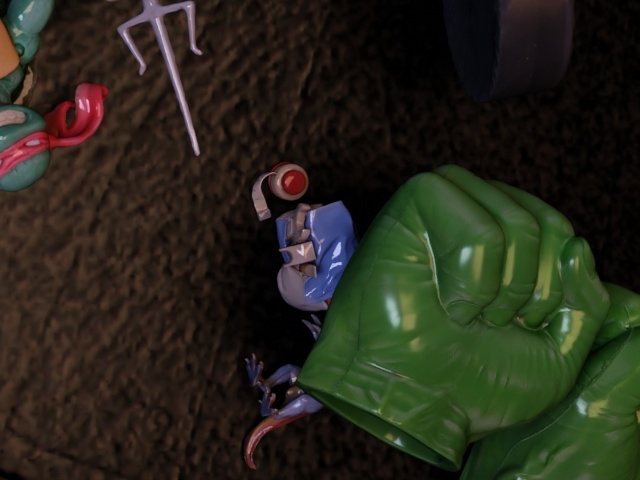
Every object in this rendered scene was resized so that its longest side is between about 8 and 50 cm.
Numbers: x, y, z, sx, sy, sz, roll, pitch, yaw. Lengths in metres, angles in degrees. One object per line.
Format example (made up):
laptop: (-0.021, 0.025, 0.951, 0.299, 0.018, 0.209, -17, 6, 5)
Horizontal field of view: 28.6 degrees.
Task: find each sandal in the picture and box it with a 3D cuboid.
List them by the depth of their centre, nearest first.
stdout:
sandal: (0.043, -0.285, 0.586, 0.107, 0.167, 0.446, -8, 99, -5)

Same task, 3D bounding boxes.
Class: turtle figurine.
turtle figurine: (-0.167, -0.101, 0.532, 0.175, 0.118, 0.234, -35, 93, -32)

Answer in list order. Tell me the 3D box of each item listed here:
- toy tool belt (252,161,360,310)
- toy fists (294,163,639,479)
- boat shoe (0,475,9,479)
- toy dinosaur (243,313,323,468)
toy tool belt: (0.000, 0.000, 0.649, 0.052, 0.051, 0.083, -21, 103, -21)
toy fists: (0.110, 0.065, 0.654, 0.279, 0.096, 0.142, 37, 74, -40)
boat shoe: (-0.211, 0.172, 0.556, 0.342, 0.123, 0.123, 30, 114, -31)
toy dinosaur: (0.001, 0.073, 0.676, 0.082, 0.047, 0.090, -1, 129, -32)
